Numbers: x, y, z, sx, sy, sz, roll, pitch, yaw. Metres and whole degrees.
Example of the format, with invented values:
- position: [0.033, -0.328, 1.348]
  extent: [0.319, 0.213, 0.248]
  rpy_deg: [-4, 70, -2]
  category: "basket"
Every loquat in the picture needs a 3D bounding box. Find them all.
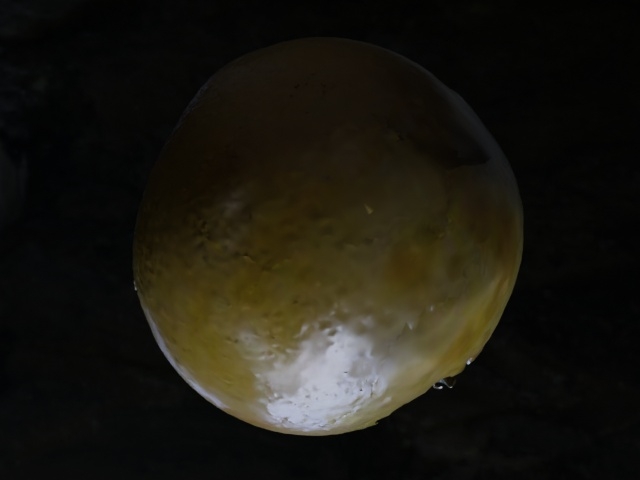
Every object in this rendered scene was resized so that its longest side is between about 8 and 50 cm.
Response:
- position: [0.000, 0.000, 0.814]
  extent: [0.263, 0.263, 0.263]
  rpy_deg: [0, -162, 0]
  category: "loquat"
